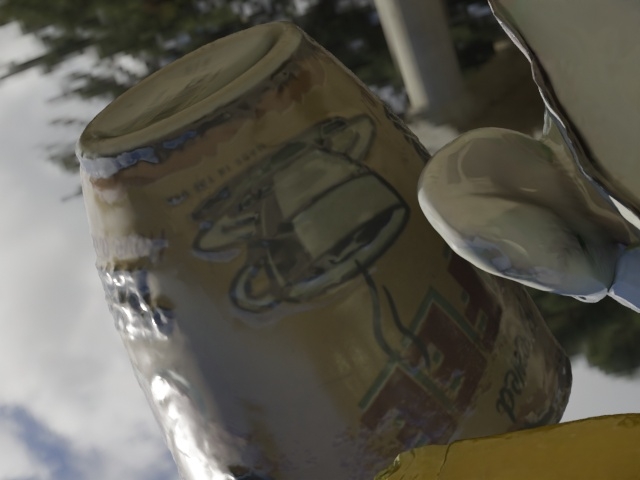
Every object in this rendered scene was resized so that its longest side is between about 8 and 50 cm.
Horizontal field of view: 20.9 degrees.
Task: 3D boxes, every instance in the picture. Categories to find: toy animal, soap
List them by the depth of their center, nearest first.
[{"bbox_3d":[0.074,0.111,0.657,0.168,0.033,0.089,-13,-134,29],"label":"soap"},{"bbox_3d":[0.193,-0.038,0.801,0.249,0.174,0.289,-1,174,30],"label":"toy animal"}]

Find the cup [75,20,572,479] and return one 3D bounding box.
[{"bbox_3d":[0.000,0.000,0.990,0.227,0.257,0.301,-17,-159,23],"label":"cup"}]
